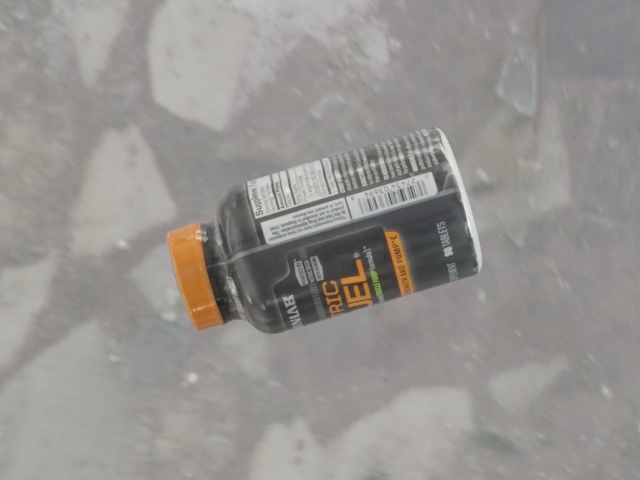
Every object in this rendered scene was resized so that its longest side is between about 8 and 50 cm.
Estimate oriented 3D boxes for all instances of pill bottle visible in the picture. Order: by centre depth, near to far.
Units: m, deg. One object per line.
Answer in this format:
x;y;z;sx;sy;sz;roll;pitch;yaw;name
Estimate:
0.000;0.000;1.557;0.245;0.130;0.130;-17;78;1;pill bottle
